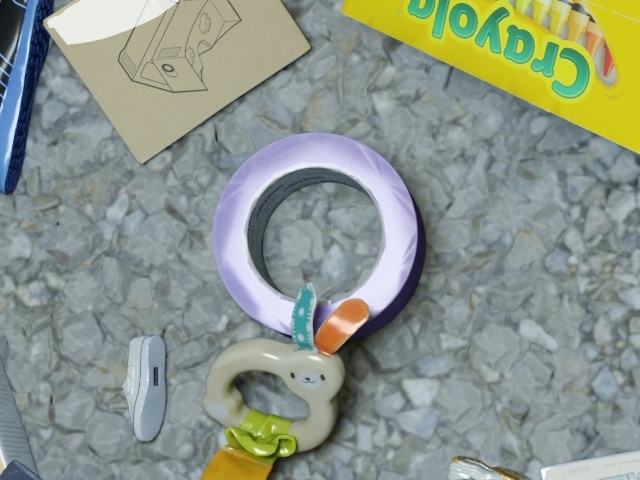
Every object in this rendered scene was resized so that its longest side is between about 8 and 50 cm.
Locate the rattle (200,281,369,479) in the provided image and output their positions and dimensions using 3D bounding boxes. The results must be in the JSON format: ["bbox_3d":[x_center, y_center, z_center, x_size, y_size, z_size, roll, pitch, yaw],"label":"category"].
[{"bbox_3d":[-0.042,0.143,1.515,0.130,0.143,0.200,51,133,2],"label":"rattle"}]

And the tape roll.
[{"bbox_3d":[0.000,0.000,1.598,0.189,0.080,0.189,-1,81,10],"label":"tape roll"}]

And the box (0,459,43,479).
[{"bbox_3d":[-0.234,0.405,1.484,0.296,0.183,0.294,35,72,16],"label":"box"}]

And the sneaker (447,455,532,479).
[{"bbox_3d":[0.155,0.223,1.570,0.083,0.032,0.037,16,98,16],"label":"sneaker"}]

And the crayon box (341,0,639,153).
[{"bbox_3d":[0.204,-0.282,1.461,0.363,0.106,0.313,31,115,39],"label":"crayon box"}]

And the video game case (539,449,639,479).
[{"bbox_3d":[0.285,0.260,1.546,0.157,0.019,0.143,-11,81,7],"label":"video game case"}]

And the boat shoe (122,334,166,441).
[{"bbox_3d":[-0.169,0.139,1.631,0.035,0.035,0.100,-2,85,36],"label":"boat shoe"}]

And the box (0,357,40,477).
[{"bbox_3d":[-0.354,0.180,1.622,0.130,0.091,0.170,-22,79,5],"label":"box"}]

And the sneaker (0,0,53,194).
[{"bbox_3d":[-0.320,-0.163,1.671,0.090,0.081,0.232,11,85,3],"label":"sneaker"}]

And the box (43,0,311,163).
[{"bbox_3d":[-0.134,-0.195,1.647,0.201,0.021,0.164,-33,101,3],"label":"box"}]
